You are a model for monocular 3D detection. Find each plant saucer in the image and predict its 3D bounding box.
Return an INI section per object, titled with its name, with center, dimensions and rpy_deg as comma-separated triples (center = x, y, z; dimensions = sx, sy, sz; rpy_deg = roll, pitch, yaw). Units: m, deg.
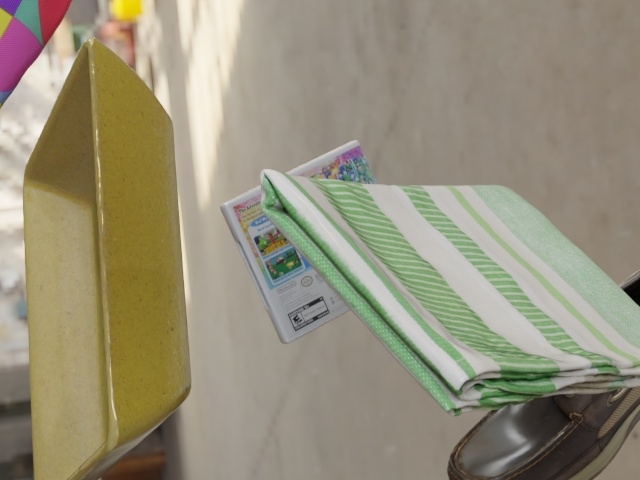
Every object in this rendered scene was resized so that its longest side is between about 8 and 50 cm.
[plant saucer]
center = -0.182, 0.043, 1.416
dimensions = 0.333, 0.081, 0.332
rpy_deg = 136, 132, -64

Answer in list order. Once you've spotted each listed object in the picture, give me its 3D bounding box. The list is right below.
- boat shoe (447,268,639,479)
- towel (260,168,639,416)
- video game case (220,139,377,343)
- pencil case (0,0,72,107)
[boat shoe]
center = 0.257, 0.123, 1.631
dimensions = 0.132, 0.355, 0.130
rpy_deg = 30, 151, 50
[towel]
center = 0.122, 0.029, 1.257
dimensions = 0.248, 0.325, 0.038
rpy_deg = 46, 118, 30
[video game case]
center = 0.000, 0.000, 1.576
dimensions = 0.019, 0.157, 0.143
rpy_deg = -14, 102, 63
[pencil case]
center = -0.191, -0.131, 0.925
dimensions = 0.236, 0.104, 0.104
rpy_deg = -63, 6, -10
